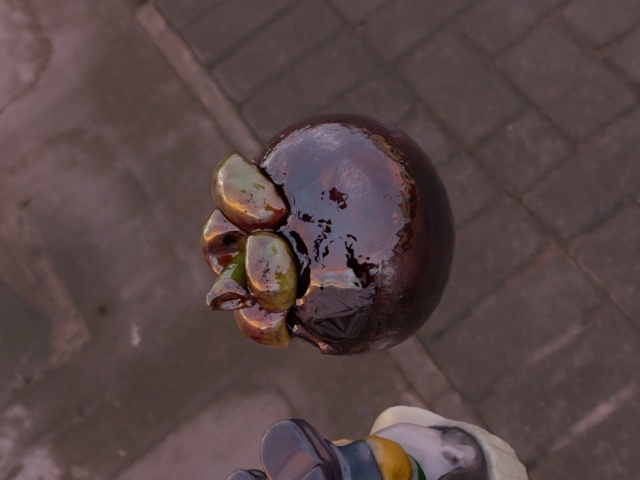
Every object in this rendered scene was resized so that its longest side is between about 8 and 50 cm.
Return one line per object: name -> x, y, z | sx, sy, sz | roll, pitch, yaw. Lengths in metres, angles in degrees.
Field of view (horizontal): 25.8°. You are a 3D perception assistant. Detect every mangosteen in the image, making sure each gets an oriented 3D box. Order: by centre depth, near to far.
mangosteen -> 0.000, 0.000, 1.731 | 0.347, 0.307, 0.307 | -14, 44, -28

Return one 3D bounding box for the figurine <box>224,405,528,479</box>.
figurine -> 0.064, 0.250, 1.253 | 0.185, 0.332, 0.204 | -47, 71, 19
